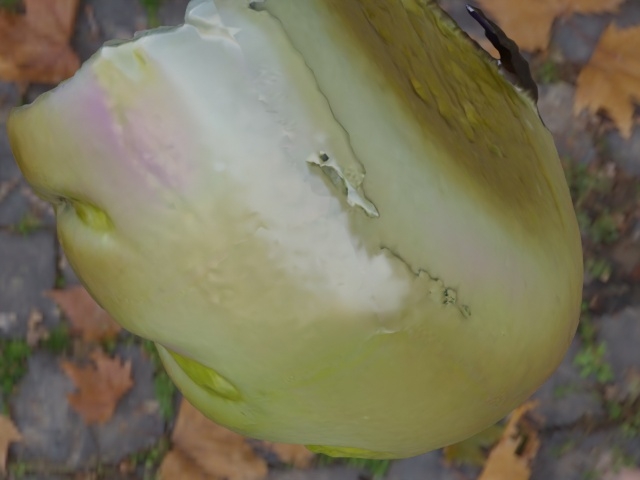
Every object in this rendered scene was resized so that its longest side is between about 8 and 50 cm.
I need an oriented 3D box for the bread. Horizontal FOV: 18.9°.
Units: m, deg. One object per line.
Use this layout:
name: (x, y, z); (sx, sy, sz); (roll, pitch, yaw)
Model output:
bread: (-0.005, 0.001, 0.651); (0.158, 0.260, 0.156); (-27, 50, 23)
